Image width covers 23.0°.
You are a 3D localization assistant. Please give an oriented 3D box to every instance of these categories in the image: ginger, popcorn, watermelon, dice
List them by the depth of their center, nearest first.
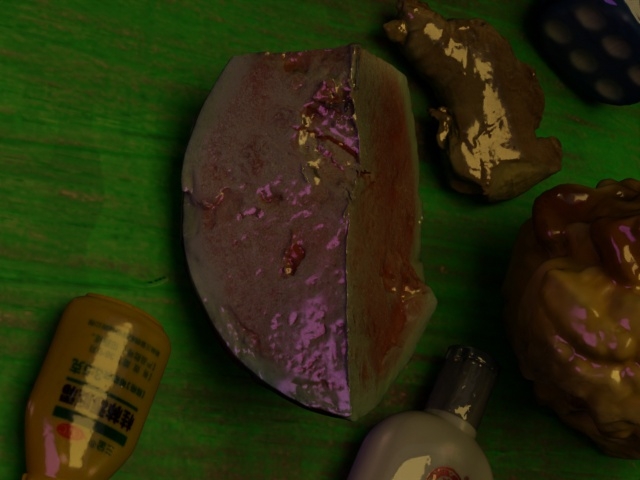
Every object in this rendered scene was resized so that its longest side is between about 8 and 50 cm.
[{"bbox_3d":[0.000,0.000,1.305,0.224,0.180,0.305,1,81,-16],"label":"watermelon"},{"bbox_3d":[0.277,0.080,1.426,0.225,0.265,0.332,-32,138,-15],"label":"popcorn"},{"bbox_3d":[0.148,-0.142,1.490,0.137,0.074,0.213,-24,87,-32],"label":"ginger"},{"bbox_3d":[0.308,-0.228,1.559,0.143,0.146,0.146,47,61,-13],"label":"dice"}]

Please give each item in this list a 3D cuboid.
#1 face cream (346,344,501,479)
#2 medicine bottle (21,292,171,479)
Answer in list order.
[{"bbox_3d":[0.086,0.228,1.373,0.144,0.071,0.291,36,63,-20],"label":"face cream"},{"bbox_3d":[-0.196,0.171,1.218,0.095,0.064,0.260,29,67,-23],"label":"medicine bottle"}]
